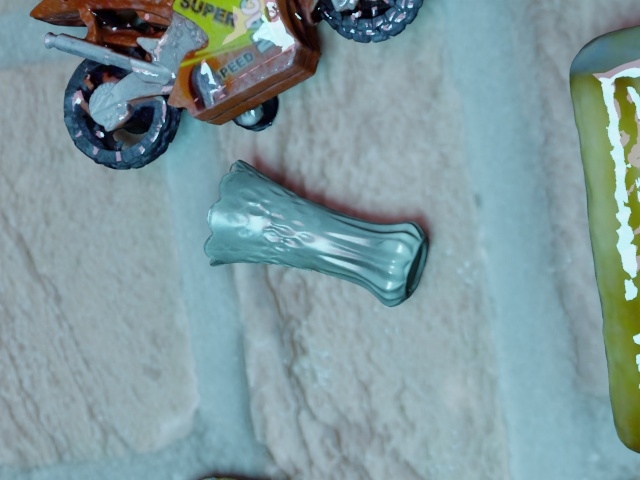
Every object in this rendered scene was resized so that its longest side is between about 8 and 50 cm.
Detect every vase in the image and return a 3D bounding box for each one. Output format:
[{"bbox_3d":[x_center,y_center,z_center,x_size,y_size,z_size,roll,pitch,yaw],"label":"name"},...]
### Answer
[{"bbox_3d":[0.000,0.000,1.039,0.149,0.081,0.081,17,98,13],"label":"vase"}]

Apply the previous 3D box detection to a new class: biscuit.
[{"bbox_3d":[0.291,-0.004,0.929,0.237,0.062,0.290,-7,97,20],"label":"biscuit"}]

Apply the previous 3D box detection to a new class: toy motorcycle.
[{"bbox_3d":[-0.069,-0.168,1.045,0.298,0.089,0.171,-25,83,19],"label":"toy motorcycle"}]

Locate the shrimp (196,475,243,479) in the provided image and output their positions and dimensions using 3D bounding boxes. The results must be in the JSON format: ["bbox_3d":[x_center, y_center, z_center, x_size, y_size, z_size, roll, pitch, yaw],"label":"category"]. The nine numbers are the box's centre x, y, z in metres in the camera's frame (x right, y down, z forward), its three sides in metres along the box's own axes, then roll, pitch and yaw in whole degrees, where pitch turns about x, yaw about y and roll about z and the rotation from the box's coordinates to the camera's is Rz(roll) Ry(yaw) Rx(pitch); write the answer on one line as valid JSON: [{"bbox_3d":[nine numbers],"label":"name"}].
[{"bbox_3d":[-0.040,0.228,1.077,0.162,0.045,0.095,9,96,17],"label":"shrimp"}]
